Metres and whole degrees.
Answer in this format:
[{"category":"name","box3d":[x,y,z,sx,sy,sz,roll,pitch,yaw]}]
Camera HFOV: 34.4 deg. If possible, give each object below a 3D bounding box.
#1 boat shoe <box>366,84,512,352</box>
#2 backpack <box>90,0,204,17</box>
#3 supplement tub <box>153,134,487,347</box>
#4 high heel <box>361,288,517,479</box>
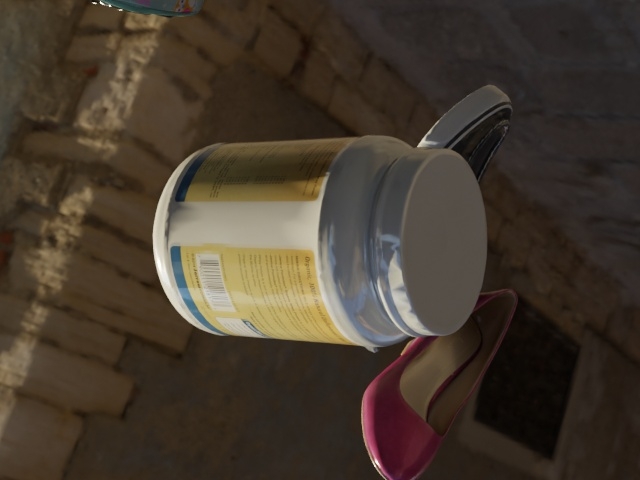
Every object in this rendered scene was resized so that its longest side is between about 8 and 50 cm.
[{"category":"boat shoe","box3d":[0.119,-0.020,1.068,0.102,0.301,0.108,37,176,24]},{"category":"backpack","box3d":[-0.141,-0.235,0.671,0.166,0.144,0.188,2,-135,-51]},{"category":"supplement tub","box3d":[0.000,0.000,0.722,0.199,0.144,0.144,1,160,34]},{"category":"high heel","box3d":[0.114,0.122,0.916,0.082,0.117,0.244,51,-153,-2]}]
